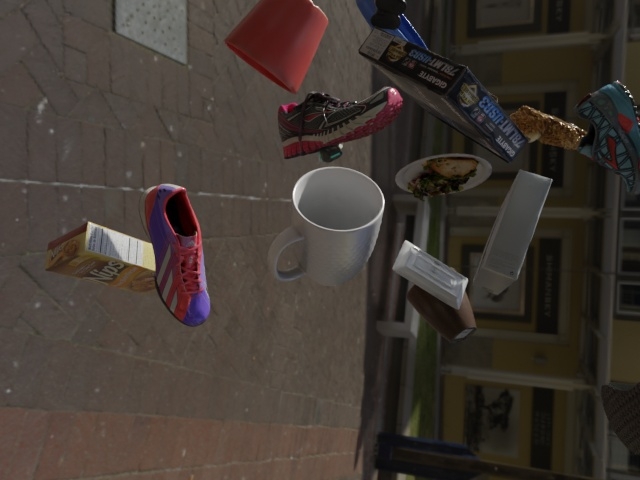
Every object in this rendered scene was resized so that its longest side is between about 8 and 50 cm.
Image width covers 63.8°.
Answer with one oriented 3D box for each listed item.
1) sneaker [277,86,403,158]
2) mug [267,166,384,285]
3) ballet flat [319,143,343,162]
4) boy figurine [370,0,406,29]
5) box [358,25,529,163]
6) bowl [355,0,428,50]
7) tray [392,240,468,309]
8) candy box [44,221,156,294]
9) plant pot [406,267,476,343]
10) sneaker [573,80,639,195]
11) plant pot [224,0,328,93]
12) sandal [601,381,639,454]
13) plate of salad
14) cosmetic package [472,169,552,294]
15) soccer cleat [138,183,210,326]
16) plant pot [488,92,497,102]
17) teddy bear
[{"bbox_3d":[0.019,-0.236,0.979,0.121,0.299,0.112,-23,101,-45],"label":"sneaker"},{"bbox_3d":[0.000,0.000,1.601,0.374,0.276,0.328,-26,146,-26],"label":"mug"},{"bbox_3d":[0.040,-0.392,1.910,0.095,0.096,0.280,63,16,-49],"label":"ballet flat"},{"bbox_3d":[0.186,-0.702,1.408,0.177,0.092,0.285,106,-7,-58],"label":"boy figurine"},{"bbox_3d":[0.260,-0.308,1.087,0.295,0.293,0.073,24,109,-44],"label":"box"},{"bbox_3d":[0.281,-0.831,2.003,0.391,0.077,0.391,37,32,-27],"label":"bowl"},{"bbox_3d":[0.389,0.113,1.781,0.145,0.270,0.030,-61,-177,-36],"label":"tray"},{"bbox_3d":[-0.555,0.060,1.417,0.316,0.183,0.088,26,51,-51],"label":"candy box"},{"bbox_3d":[0.471,0.256,1.910,0.230,0.215,0.215,62,1,33],"label":"plant pot"},{"bbox_3d":[0.633,-0.209,1.129,0.262,0.125,0.104,62,25,-16],"label":"sneaker"},{"bbox_3d":[-0.121,-0.633,1.595,0.243,0.275,0.275,-54,162,8],"label":"plant pot"},{"bbox_3d":[0.748,0.386,1.145,0.446,0.107,0.168,63,15,-68],"label":"sandal"},{"bbox_3d":[0.259,-0.127,1.083,0.200,0.199,0.048,44,42,-65],"label":"plate of salad"},{"bbox_3d":[0.545,-0.006,1.496,0.284,0.097,0.377,-65,164,-7],"label":"cosmetic package"},{"bbox_3d":[-0.294,0.036,1.092,0.108,0.116,0.318,-22,102,-43],"label":"soccer cleat"},{"bbox_3d":[0.398,-0.335,1.362,0.109,0.109,0.096,-44,146,3],"label":"plant pot"},{"bbox_3d":[0.841,-0.383,1.856,0.338,0.245,0.113,2,121,-37],"label":"teddy bear"}]
